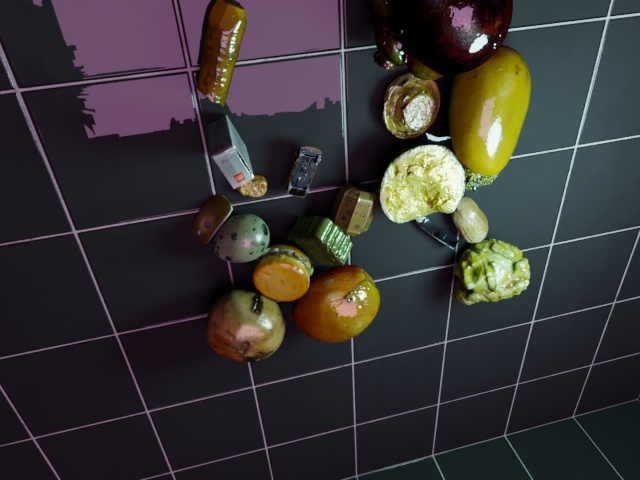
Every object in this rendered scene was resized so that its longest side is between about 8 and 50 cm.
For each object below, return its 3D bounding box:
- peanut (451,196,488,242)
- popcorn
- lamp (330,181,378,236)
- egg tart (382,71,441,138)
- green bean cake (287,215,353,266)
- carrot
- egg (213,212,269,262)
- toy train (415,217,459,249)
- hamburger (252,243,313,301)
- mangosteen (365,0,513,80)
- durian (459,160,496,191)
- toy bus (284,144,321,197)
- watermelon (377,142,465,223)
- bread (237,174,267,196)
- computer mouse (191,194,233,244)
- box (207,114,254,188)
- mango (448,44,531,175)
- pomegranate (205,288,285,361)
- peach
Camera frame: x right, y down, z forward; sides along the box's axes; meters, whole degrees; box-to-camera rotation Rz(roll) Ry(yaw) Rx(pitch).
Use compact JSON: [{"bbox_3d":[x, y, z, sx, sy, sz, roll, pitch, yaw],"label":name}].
[{"bbox_3d":[0.624,-0.088,2.061,0.129,0.129,0.224,-32,124,6],"label":"peanut"},{"bbox_3d":[0.732,0.135,2.142,0.335,0.274,0.279,-2,102,34],"label":"popcorn"},{"bbox_3d":[0.128,-0.120,1.875,0.161,0.161,0.185,10,112,-22],"label":"lamp"},{"bbox_3d":[0.329,-0.470,1.738,0.241,0.106,0.241,-9,121,-15],"label":"egg tart"},{"bbox_3d":[0.000,0.000,1.881,0.200,0.214,0.113,47,65,-35],"label":"green bean cake"},{"bbox_3d":[-0.304,-0.562,1.487,0.114,0.114,0.302,10,121,-22],"label":"carrot"},{"bbox_3d":[-0.295,-0.003,1.816,0.228,0.177,0.177,-24,128,21],"label":"egg"},{"bbox_3d":[0.484,-0.045,2.097,0.252,0.048,0.055,32,99,-25],"label":"toy train"},{"bbox_3d":[-0.145,0.110,1.926,0.246,0.170,0.246,4,130,5],"label":"hamburger"},{"bbox_3d":[0.352,-0.686,1.468,0.381,0.421,0.381,-3,95,-45],"label":"mangosteen"},{"bbox_3d":[0.595,-0.274,1.911,0.198,0.159,0.146,-25,95,-13],"label":"durian"},{"bbox_3d":[-0.068,-0.256,1.769,0.083,0.088,0.195,10,121,-22],"label":"toy bus"},{"bbox_3d":[0.355,-0.223,1.859,0.330,0.189,0.331,-5,110,-13],"label":"watermelon"},{"bbox_3d":[-0.246,-0.196,1.782,0.110,0.044,0.083,3,123,-21],"label":"bread"},{"bbox_3d":[-0.400,-0.075,1.793,0.199,0.102,0.045,-48,160,17],"label":"computer mouse"},{"bbox_3d":[-0.290,-0.288,1.571,0.079,0.269,0.135,-28,127,4],"label":"box"},{"bbox_3d":[0.583,-0.445,1.715,0.300,0.232,0.446,-14,113,-32],"label":"mango"},{"bbox_3d":[-0.298,0.338,1.974,0.322,0.322,0.322,-8,124,-12],"label":"pomegranate"},{"bbox_3d":[0.064,0.264,2.017,0.372,0.372,0.290,-35,87,8],"label":"peach"}]
